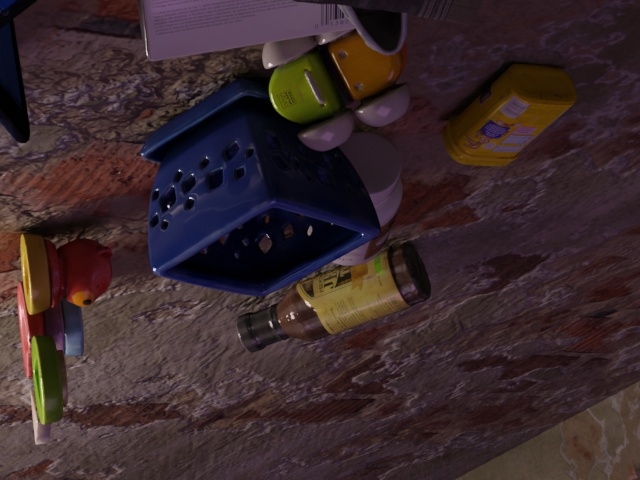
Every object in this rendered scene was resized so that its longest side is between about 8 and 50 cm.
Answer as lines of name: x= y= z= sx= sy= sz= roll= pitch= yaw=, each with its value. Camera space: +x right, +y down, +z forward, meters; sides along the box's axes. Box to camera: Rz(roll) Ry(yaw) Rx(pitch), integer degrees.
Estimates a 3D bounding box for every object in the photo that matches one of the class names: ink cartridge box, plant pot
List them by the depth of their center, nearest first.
ink cartridge box: x=-0.057 y=-0.329 z=1.714 sx=0.296 sy=0.066 sz=0.261 roll=-10 pitch=141 yaw=-9
plant pot: x=-0.092 y=-0.075 z=2.105 sx=0.236 sy=0.212 sz=0.236 roll=-29 pitch=154 yaw=32

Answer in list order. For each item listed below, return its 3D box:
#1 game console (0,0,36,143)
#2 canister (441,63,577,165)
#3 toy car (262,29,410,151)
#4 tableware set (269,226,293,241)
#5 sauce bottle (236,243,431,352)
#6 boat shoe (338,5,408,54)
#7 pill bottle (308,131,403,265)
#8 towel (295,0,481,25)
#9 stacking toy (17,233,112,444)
game console: x=-0.249 y=-0.272 z=1.310 sx=0.250 sy=0.293 sz=0.173 roll=-29 pitch=153 yaw=32
canister: x=0.272 y=-0.180 z=2.255 sx=0.126 sy=0.073 sz=0.170 roll=1 pitch=152 yaw=-33
toy car: x=0.025 y=-0.213 z=1.974 sx=0.182 sy=0.159 sz=0.136 roll=-23 pitch=-167 yaw=20
tableware set: x=0.000 y=0.000 z=2.587 sx=0.104 sy=0.024 sz=0.154 roll=-30 pitch=153 yaw=33
sauce bottle: x=0.018 y=0.110 z=2.744 sx=0.344 sy=0.111 sz=0.111 roll=-21 pitch=157 yaw=15
boat shoe: x=0.035 y=-0.326 z=1.614 sx=0.118 sy=0.103 sz=0.320 roll=-18 pitch=144 yaw=-1
pill bottle: x=0.053 y=-0.064 z=2.324 sx=0.131 sy=0.131 sz=0.229 roll=-9 pitch=157 yaw=-11
towel: x=0.081 y=-0.372 z=1.522 sx=0.312 sy=0.056 sz=0.324 roll=2 pitch=117 yaw=-40
stacking toy: x=-0.380 y=0.150 z=2.395 sx=0.130 sy=0.279 sz=0.309 roll=-6 pitch=161 yaw=-15
